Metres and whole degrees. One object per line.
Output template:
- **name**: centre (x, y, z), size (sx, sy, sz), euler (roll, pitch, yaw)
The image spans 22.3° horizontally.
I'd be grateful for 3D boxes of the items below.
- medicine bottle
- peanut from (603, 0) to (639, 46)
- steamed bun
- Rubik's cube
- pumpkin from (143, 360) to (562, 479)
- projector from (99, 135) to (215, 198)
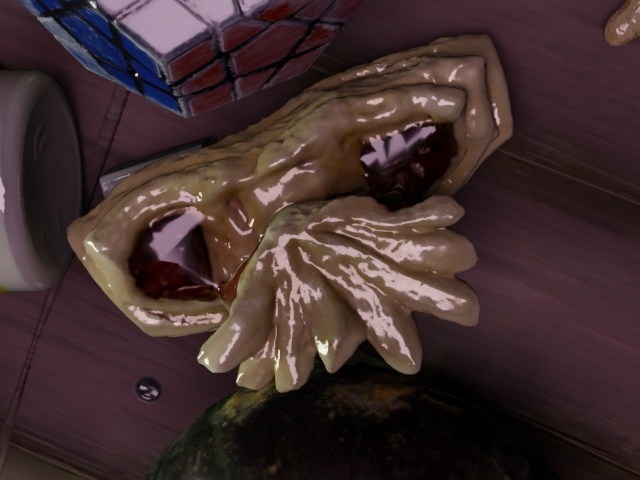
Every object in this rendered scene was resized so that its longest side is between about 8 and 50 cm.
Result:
- **medicine bottle**: centre (-0.413, -0.053, 1.529), size (0.339, 0.208, 0.208), euler (-1, 107, 9)
- **peanut**: centre (0.288, -0.208, 1.453), size (0.037, 0.037, 0.083), euler (44, 111, -6)
- **steamed bun**: centre (0.000, 0.000, 1.442), size (0.428, 0.189, 0.247), euler (-23, 103, 2)
- **Rubik's cube**: centre (-0.105, -0.260, 1.304), size (0.319, 0.319, 0.264), euler (36, 78, -3)
- **pumpkin**: centre (0.024, 0.326, 1.504), size (0.454, 0.344, 0.454), euler (-3, 123, -4)
- **projector**: centre (-0.133, -0.016, 1.571), size (0.115, 0.061, 0.147), euler (-16, 104, 15)
